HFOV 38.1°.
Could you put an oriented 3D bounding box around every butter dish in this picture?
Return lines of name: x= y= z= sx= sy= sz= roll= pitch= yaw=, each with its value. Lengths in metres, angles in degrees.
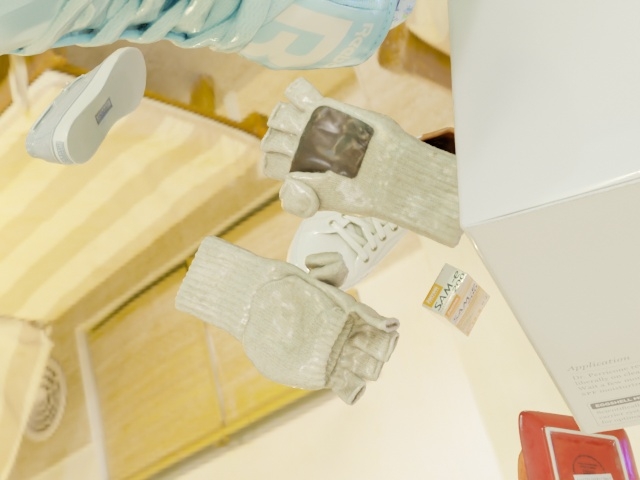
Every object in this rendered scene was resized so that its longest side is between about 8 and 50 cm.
butter dish: x=0.301 y=0.306 z=1.134 sx=0.160 sy=0.160 sz=0.118 roll=11 pitch=139 yaw=-17

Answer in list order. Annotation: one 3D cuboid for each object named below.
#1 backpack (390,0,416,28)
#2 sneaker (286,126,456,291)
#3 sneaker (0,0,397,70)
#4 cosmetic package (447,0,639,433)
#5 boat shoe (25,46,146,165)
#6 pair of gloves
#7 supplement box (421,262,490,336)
backpack: x=0.041 y=-0.270 z=1.007 sx=0.114 sy=0.105 sz=0.084 roll=-19 pitch=170 yaw=29
sneaker: x=0.072 y=-0.048 z=1.103 sx=0.290 sy=0.106 sz=0.123 roll=-45 pitch=180 yaw=-31
sneaker: x=-0.033 y=-0.131 z=0.391 sx=0.366 sy=0.150 sz=0.135 roll=-42 pitch=-172 yaw=-38
cosmetic package: x=0.179 y=-0.041 z=0.564 sx=0.138 sy=0.224 sz=0.225 roll=-16 pitch=135 yaw=22
boat shoe: x=-0.292 y=-0.174 z=1.152 sx=0.081 sy=0.227 sz=0.079 roll=4 pitch=130 yaw=17
pair of gloves: x=0.000 y=0.000 z=0.769 sx=0.240 sy=0.204 sz=0.042 roll=-59 pitch=155 yaw=0
supplement box: x=0.172 y=0.076 z=1.164 sx=0.062 sy=0.036 sz=0.098 roll=-60 pitch=147 yaw=-5
